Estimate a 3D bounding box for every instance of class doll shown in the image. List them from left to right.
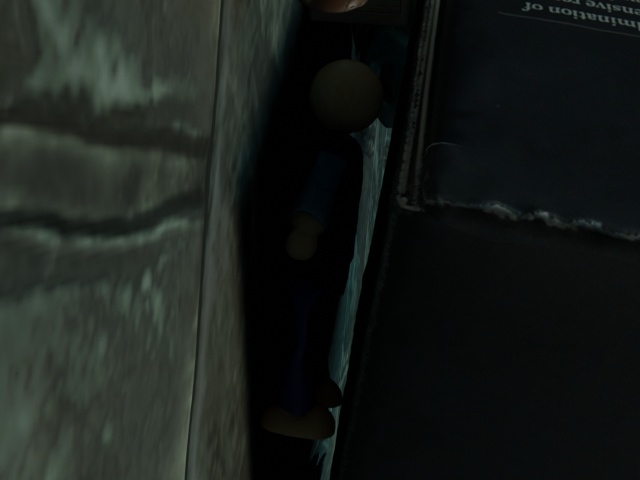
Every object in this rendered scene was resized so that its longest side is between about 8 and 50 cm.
[{"bbox_3d":[0.000,0.000,0.563,0.129,0.046,0.189,-68,165,-74],"label":"doll"}]

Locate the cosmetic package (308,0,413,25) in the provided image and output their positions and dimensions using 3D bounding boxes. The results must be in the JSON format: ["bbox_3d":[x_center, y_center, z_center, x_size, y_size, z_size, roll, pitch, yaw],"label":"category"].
[{"bbox_3d":[0.037,-0.239,0.634,0.099,0.061,0.239,90,8,-51],"label":"cosmetic package"}]

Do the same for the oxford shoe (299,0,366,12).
[{"bbox_3d":[0.038,-0.242,0.478,0.132,0.130,0.363,115,-4,-47],"label":"oxford shoe"}]

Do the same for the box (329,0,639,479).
[{"bbox_3d":[0.172,0.035,0.743,0.471,0.298,0.479,-75,175,-48],"label":"box"}]

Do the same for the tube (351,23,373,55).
[{"bbox_3d":[0.050,-0.242,0.795,0.070,0.062,0.240,44,42,-26],"label":"tube"}]

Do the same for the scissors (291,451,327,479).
[{"bbox_3d":[-0.004,0.185,0.832,0.297,0.021,0.109,-62,157,-74],"label":"scissors"}]

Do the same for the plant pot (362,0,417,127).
[{"bbox_3d":[0.204,-0.262,1.088,0.341,0.341,0.334,87,18,-58],"label":"plant pot"}]
